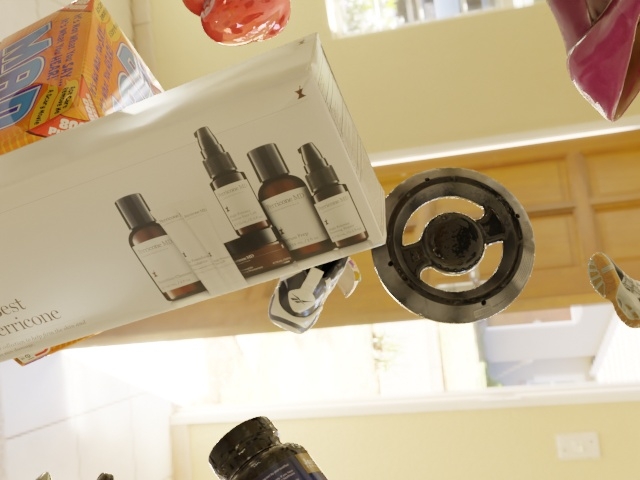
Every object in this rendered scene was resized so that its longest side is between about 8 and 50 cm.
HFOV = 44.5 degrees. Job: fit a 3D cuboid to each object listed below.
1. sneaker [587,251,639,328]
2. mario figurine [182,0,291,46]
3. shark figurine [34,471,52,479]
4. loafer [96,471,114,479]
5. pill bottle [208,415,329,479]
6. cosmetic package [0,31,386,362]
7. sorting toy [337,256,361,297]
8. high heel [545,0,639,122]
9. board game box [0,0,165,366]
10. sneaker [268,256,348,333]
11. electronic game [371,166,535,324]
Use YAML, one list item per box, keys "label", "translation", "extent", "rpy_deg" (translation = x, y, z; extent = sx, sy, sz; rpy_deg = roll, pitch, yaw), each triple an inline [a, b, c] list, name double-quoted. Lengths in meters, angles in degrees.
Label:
- label: "sneaker"
  translation: [0.296, 0.045, 0.771]
  extent: [0.037, 0.032, 0.083]
  rpy_deg: [-29, 85, -32]
- label: "mario figurine"
  translation: [-0.127, -0.396, 1.043]
  extent: [0.198, 0.170, 0.320]
  rpy_deg: [71, 17, -52]
- label: "shark figurine"
  translation: [-0.360, 0.479, 1.084]
  extent: [0.166, 0.116, 0.278]
  rpy_deg: [-36, 111, -72]
- label: "loafer"
  translation: [-0.398, 0.453, 1.276]
  extent: [0.061, 0.062, 0.170]
  rpy_deg: [36, 65, -18]
- label: "pill bottle"
  translation: [-0.038, 0.322, 0.931]
  extent: [0.219, 0.123, 0.123]
  rpy_deg: [48, -3, 29]
- label: "cosmetic package"
  translation: [-0.095, -0.014, 0.406]
  extent: [0.060, 0.239, 0.098]
  rpy_deg: [-82, 150, -59]
- label: "sorting toy"
  translation: [0.043, 0.046, 1.308]
  extent: [0.083, 0.045, 0.075]
  rpy_deg: [55, 16, 6]
- label: "high heel"
  translation: [0.398, -0.263, 0.844]
  extent: [0.181, 0.127, 0.377]
  rpy_deg: [65, -16, 1]
- label: "board game box"
  translation: [-0.414, -0.094, 1.234]
  extent: [0.356, 0.357, 0.356]
  rpy_deg: [-103, 166, -48]
- label: "sneaker"
  translation: [0.000, 0.000, 1.096]
  extent: [0.153, 0.094, 0.235]
  rpy_deg: [-59, -176, 46]
- label: "electronic game"
  translation: [0.185, 0.005, 1.096]
  extent: [0.048, 0.230, 0.229]
  rpy_deg: [88, 1, -72]
